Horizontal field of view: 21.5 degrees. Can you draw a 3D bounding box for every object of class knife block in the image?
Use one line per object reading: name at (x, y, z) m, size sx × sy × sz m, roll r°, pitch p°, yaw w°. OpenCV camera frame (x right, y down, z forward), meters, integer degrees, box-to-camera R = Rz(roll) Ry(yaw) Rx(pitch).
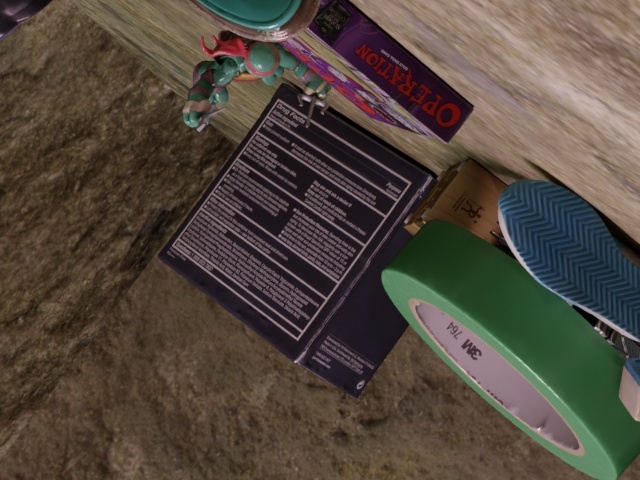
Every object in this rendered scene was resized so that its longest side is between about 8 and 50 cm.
knife block at (0.221, 0.019, 1.845) m, size 0.242 × 0.088 × 0.276 m, roll 38°, pitch 176°, yaw -2°

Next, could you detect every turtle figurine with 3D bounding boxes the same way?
turtle figurine at (-0.076, -0.190, 1.921) m, size 0.175 × 0.118 × 0.234 m, roll -4°, pitch -171°, yaw -11°

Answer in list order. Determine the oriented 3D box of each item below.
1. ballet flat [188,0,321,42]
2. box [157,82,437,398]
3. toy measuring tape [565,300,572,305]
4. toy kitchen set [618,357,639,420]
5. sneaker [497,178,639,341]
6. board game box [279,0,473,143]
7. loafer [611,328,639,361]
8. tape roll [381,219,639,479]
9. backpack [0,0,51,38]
ballet flat at (-0.089, -0.247, 1.287) m, size 0.316 × 0.107 × 0.106 m, roll 43°, pitch -165°, yaw 28°
box at (0.000, 0.000, 2.242) m, size 0.296 × 0.294 × 0.183 m, roll 35°, pitch 180°, yaw 36°
toy measuring tape at (0.345, 0.137, 1.737) m, size 0.330 × 0.121 × 0.121 m, roll 29°, pitch 180°, yaw -19°
toy kitchen set at (0.363, 0.113, 1.484) m, size 0.122 × 0.166 × 0.207 m, roll 1°, pitch -158°, yaw -10°
sneaker at (0.251, 0.025, 1.591) m, size 0.229 × 0.087 × 0.092 m, roll 39°, pitch 177°, yaw -15°
board game box at (-0.033, -0.217, 1.527) m, size 0.347 × 0.056 × 0.208 m, roll 37°, pitch -178°, yaw -20°
loafer at (0.356, 0.105, 2.005) m, size 0.267 × 0.084 × 0.096 m, roll 25°, pitch 137°, yaw 62°
tape roll at (0.204, 0.114, 1.740) m, size 0.321 × 0.077 × 0.321 m, roll 41°, pitch 171°, yaw 8°
backpack at (-0.266, -0.272, 1.171) m, size 0.276 × 0.263 × 0.213 m, roll 38°, pitch 178°, yaw -42°
